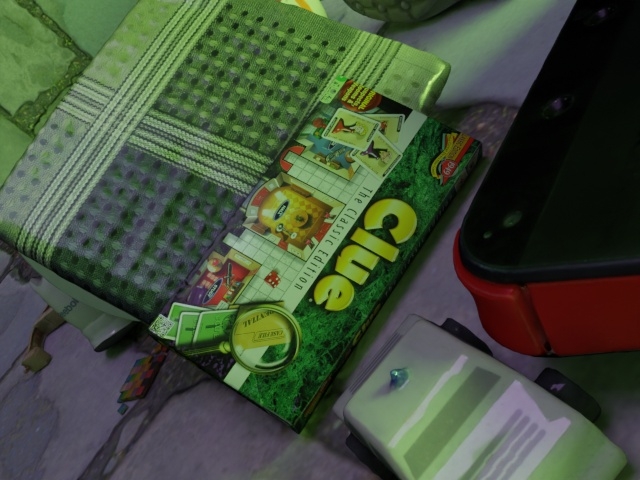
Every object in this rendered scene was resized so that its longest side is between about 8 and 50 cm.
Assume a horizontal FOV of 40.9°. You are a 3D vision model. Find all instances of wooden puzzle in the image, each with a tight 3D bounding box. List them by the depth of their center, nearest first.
[{"bbox_3d":[-0.179,0.136,0.854,0.049,0.006,0.083,-20,36,44],"label":"wooden puzzle"}]

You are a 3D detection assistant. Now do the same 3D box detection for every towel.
[{"bbox_3d":[-0.083,-0.075,0.743,0.312,0.056,0.324,25,71,18],"label":"towel"}]

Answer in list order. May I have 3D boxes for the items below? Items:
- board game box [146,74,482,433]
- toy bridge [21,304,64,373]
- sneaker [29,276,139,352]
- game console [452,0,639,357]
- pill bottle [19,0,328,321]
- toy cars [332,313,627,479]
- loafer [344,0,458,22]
[{"bbox_3d":[0.000,0.000,0.649,0.260,0.136,0.030,-55,-18,-17],"label":"board game box"},{"bbox_3d":[-0.367,0.108,1.171,0.063,0.026,0.188,-33,28,32],"label":"toy bridge"},{"bbox_3d":[-0.248,-0.006,1.030,0.111,0.129,0.297,-39,24,25],"label":"sneaker"},{"bbox_3d":[0.260,-0.104,0.431,0.342,0.060,0.386,-9,39,45],"label":"game console"},{"bbox_3d":[-0.152,-0.121,0.936,0.224,0.224,0.392,-19,36,46],"label":"pill bottle"},{"bbox_3d":[0.044,0.154,0.376,0.176,0.087,0.394,-31,29,31],"label":"toy cars"},{"bbox_3d":[0.134,-0.310,0.910,0.319,0.112,0.111,5,51,51],"label":"loafer"}]
